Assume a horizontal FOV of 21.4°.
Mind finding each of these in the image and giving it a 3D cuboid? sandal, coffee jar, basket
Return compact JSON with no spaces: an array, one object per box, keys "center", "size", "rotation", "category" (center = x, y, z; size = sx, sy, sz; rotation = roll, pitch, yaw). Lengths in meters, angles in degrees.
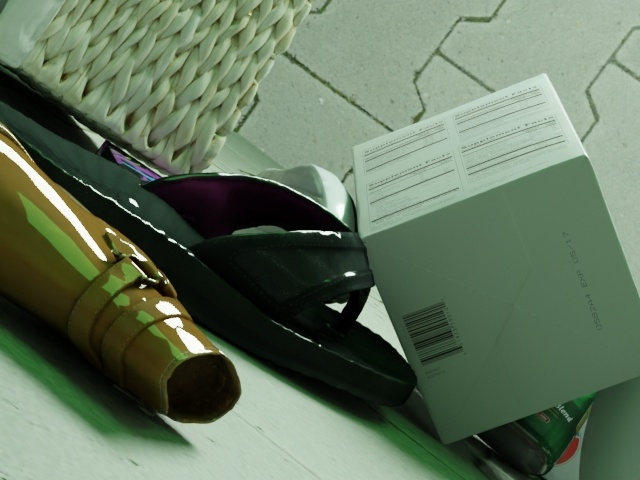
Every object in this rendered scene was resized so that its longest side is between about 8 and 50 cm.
[{"center":[-0.055,0.004,1.205],"size":[0.445,0.107,0.167],"rotation":[33,6,-44],"category":"sandal"},{"center":[0.226,0.124,1.577],"size":[0.096,0.184,0.079],"rotation":[37,-28,14],"category":"coffee jar"},{"center":[-0.186,-0.276,1.579],"size":[0.266,0.328,0.331],"rotation":[37,-4,-35],"category":"basket"}]

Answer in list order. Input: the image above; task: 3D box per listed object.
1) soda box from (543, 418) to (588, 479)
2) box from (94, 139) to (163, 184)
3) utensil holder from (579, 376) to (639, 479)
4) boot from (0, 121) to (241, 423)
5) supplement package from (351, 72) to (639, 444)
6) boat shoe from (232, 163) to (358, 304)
[{"center":[0.195,0.167,1.649],"size":[0.216,0.074,0.069],"rotation":[37,4,3],"category":"soda box"},{"center":[-0.138,-0.032,1.458],"size":[0.116,0.029,0.162],"rotation":[35,5,-18],"category":"box"},{"center":[0.459,0.228,1.443],"size":[0.385,0.328,0.327],"rotation":[33,6,-32],"category":"utensil holder"},{"center":[-0.121,0.017,0.804],"size":[0.152,0.073,0.197],"rotation":[43,10,27],"category":"boot"},{"center":[0.153,0.008,1.473],"size":[0.263,0.198,0.199],"rotation":[-91,159,-70],"category":"supplement package"},{"center":[0.000,0.000,1.579],"size":[0.119,0.121,0.335],"rotation":[31,4,-14],"category":"boat shoe"}]
